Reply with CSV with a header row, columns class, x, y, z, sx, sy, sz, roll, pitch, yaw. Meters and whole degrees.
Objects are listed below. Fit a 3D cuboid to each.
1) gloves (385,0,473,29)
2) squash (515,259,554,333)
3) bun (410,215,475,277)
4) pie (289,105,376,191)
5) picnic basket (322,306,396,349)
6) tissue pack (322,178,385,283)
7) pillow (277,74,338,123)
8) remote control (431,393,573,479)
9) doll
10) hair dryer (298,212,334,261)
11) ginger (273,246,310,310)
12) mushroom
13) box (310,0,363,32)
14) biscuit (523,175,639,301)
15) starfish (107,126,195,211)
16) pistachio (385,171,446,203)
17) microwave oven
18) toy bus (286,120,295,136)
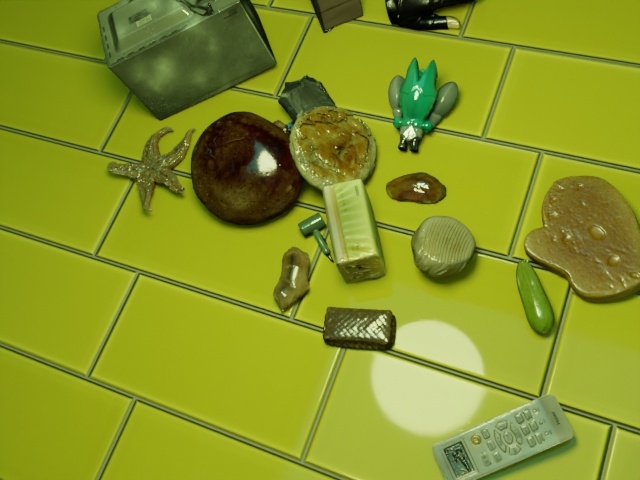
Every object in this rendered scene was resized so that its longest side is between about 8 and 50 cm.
class,x,y,z,sx,sy,sz,roll,pitch,yaw
gloves,0.346,-0.740,2.161,0.301,0.152,0.197,-7,91,-5
squash,0.532,0.137,1.752,0.066,0.066,0.201,-13,61,8
bun,0.310,0.026,1.826,0.173,0.113,0.166,-30,65,-27
pie,0.039,-0.255,1.958,0.274,0.055,0.274,8,70,-21
picnic basket,0.097,0.224,1.822,0.193,0.055,0.110,1,66,16
tissue pack,0.090,-0.022,1.875,0.125,0.159,0.234,-14,63,8
pillow,-0.009,-0.379,2.094,0.161,0.092,0.335,-21,57,-28
remote control,0.423,0.468,1.636,0.313,0.055,0.109,-26,70,6
doll,0.266,-0.394,2.026,0.195,0.153,0.258,38,96,7
hair dryer,0.000,0.000,1.961,0.071,0.047,0.150,-29,73,1
ginger,-0.077,0.101,1.911,0.095,0.069,0.190,-8,63,38
mushroom,-0.220,-0.207,2.009,0.345,0.239,0.345,-20,56,32
box,0.024,-0.838,2.249,0.153,0.188,0.252,-19,61,5
biscuit,0.664,-0.001,1.784,0.287,0.057,0.343,-18,64,5
starfish,-0.499,-0.217,2.163,0.299,0.060,0.302,-21,57,-3
pistachio,0.264,-0.153,1.955,0.173,0.049,0.089,6,67,16
microwave oven,-0.410,-0.624,2.159,0.432,0.374,0.236,-24,64,7
toy bus,-0.068,-0.323,2.118,0.046,0.038,0.083,-35,64,-7
